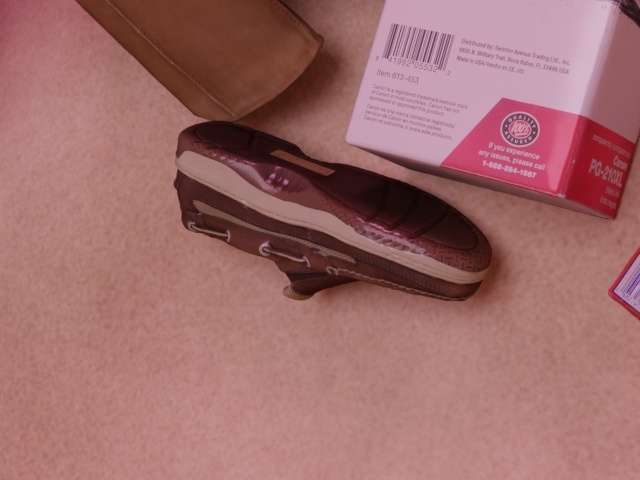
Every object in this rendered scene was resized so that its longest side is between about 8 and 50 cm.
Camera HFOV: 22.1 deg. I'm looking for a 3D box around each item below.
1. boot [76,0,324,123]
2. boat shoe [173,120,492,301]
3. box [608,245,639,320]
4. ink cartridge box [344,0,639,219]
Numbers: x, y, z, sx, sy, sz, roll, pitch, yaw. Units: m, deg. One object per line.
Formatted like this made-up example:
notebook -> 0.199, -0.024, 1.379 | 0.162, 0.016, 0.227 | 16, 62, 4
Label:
boot -> -0.167, -0.180, 1.217 | 0.236, 0.269, 0.089 | -23, 32, 49
boat shoe -> 0.005, -0.002, 1.171 | 0.257, 0.095, 0.095 | 26, 118, 30
box -> 0.313, 0.061, 0.940 | 0.257, 0.122, 0.128 | 40, 102, 30
ink cartridge box -> 0.138, -0.153, 1.100 | 0.172, 0.100, 0.237 | 16, 90, 32
